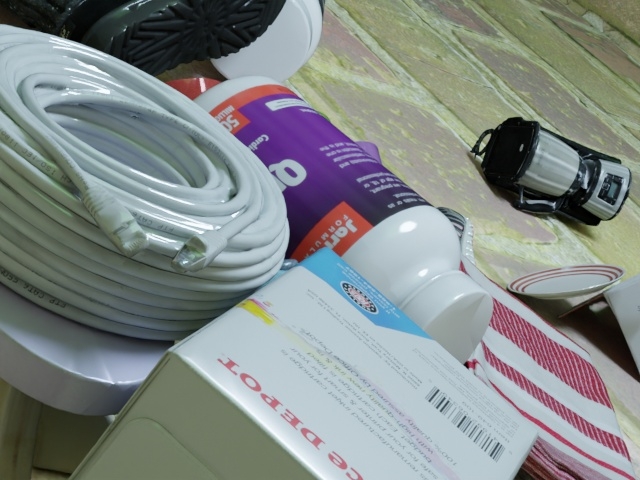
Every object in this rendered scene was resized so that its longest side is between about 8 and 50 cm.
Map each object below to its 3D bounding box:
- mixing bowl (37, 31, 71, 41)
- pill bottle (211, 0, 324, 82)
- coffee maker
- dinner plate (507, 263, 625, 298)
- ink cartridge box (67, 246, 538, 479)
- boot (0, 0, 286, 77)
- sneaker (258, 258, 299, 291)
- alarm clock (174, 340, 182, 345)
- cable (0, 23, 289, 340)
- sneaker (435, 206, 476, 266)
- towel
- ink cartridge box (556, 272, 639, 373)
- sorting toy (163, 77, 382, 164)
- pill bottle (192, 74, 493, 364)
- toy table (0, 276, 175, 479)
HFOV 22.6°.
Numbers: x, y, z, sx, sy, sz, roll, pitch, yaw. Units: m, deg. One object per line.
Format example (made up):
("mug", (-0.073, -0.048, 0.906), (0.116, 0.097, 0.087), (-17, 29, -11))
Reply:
("mixing bowl", (-0.239, -0.111, 1.523), (0.181, 0.098, 0.181), (27, 19, -10))
("pill bottle", (-0.075, -0.305, 2.144), (0.161, 0.161, 0.283), (27, 20, -9))
("coffee maker", (0.335, -0.105, 2.302), (0.178, 0.120, 0.171), (23, 20, -22))
("dinner plate", (0.294, 0.051, 1.914), (0.141, 0.017, 0.141), (-8, 8, 1))
("ink cartridge box", (-0.022, 0.161, 0.987), (0.198, 0.197, 0.270), (41, 21, 6))
("boot", (-0.224, -0.324, 1.898), (0.260, 0.131, 0.348), (40, 44, 25))
("sneaker", (-0.047, 0.078, 1.294), (0.262, 0.125, 0.104), (39, 21, 23))
("alarm clock", (-0.143, 0.064, 1.210), (0.192, 0.129, 0.064), (-5, 29, -14))
("cable", (-0.140, -0.041, 1.032), (0.257, 0.089, 0.257), (38, 21, 20))
("sneaker", (0.130, 0.000, 1.832), (0.075, 0.063, 0.170), (31, 23, -16))
("towel", (0.216, 0.141, 1.558), (0.237, 0.037, 0.329), (37, 20, -20))
("ink cartridge box", (0.473, 0.073, 1.976), (0.309, 0.272, 0.130), (-13, 77, -62))
("sorting toy", (-0.053, -0.067, 1.731), (0.366, 0.127, 0.126), (13, 55, -46))
("pill bottle", (0.000, 0.000, 1.468), (0.323, 0.181, 0.181), (41, 22, 28))
("toy table", (-0.210, 0.067, 1.037), (0.252, 0.161, 0.274), (22, 22, -23))
